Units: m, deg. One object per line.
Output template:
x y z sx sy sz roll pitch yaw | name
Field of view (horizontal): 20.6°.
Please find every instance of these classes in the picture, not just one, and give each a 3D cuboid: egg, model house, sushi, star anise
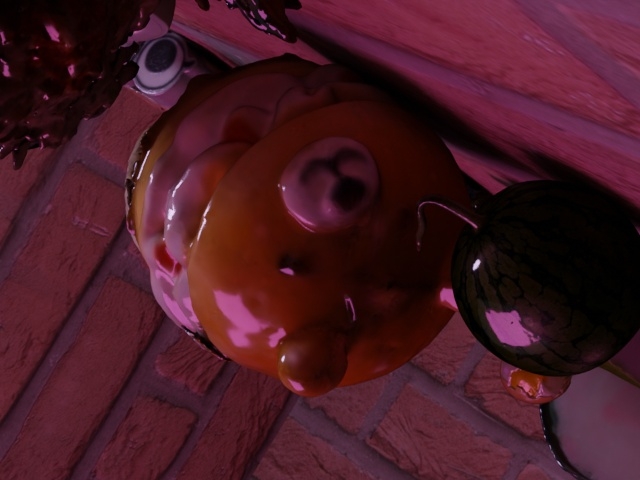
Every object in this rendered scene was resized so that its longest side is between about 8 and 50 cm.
0.221 0.135 1.829 0.071 0.071 0.083 32 155 -26 | egg
0.399 0.224 2.021 0.237 0.202 0.237 31 178 34 | model house
-0.227 -0.166 1.335 0.225 0.238 0.218 12 -172 -41 | sushi
-0.069 -0.175 1.081 0.157 0.053 0.212 32 177 2 | star anise

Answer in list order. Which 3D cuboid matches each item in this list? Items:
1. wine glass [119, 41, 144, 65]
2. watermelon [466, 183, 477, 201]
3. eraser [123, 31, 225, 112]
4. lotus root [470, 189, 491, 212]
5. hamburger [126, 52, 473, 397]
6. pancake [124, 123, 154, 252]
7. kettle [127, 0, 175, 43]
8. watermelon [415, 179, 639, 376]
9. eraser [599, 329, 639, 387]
-0.263 -0.263 1.974 0.155 0.072 0.072 32 179 -8 | wine glass
0.041 -0.062 1.748 0.283 0.293 0.250 6 148 -27 | watermelon
-0.139 -0.172 2.165 0.171 0.087 0.290 27 177 35 | eraser
0.185 0.006 1.519 0.090 0.077 0.183 33 176 -38 | lotus root
0.000 0.000 1.410 0.276 0.276 0.237 32 -173 -37 | hamburger
-0.046 -0.016 1.924 0.382 0.071 0.382 19 -141 -16 | pancake
-0.325 -0.259 1.608 0.318 0.265 0.205 34 -151 -54 | kettle
0.153 0.018 1.289 0.187 0.141 0.140 31 179 -21 | watermelon
0.249 0.060 1.877 0.274 0.092 0.210 28 177 37 | eraser
